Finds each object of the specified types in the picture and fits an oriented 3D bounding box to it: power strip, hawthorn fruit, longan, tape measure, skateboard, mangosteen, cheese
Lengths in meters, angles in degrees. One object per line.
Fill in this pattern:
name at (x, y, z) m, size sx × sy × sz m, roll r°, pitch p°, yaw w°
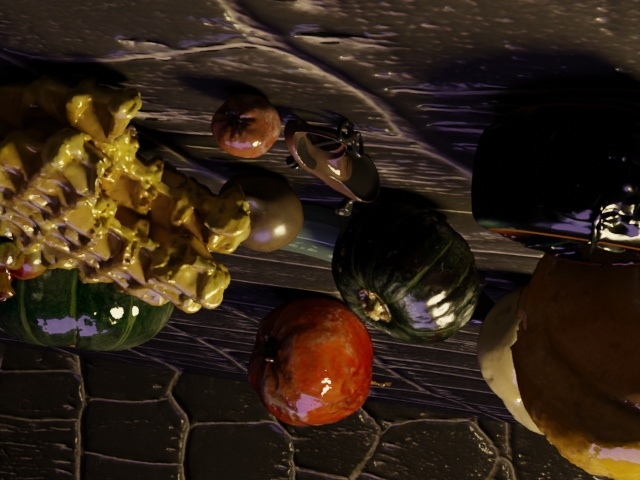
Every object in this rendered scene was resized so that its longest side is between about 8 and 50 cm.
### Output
power strip at (0.000, 0.000, 1.608) m, size 0.253 × 0.054 × 0.167 m, roll 14°, pitch 167°, yaw -9°
hawthorn fruit at (-0.066, -0.110, 1.203) m, size 0.067 × 0.067 × 0.103 m, roll 5°, pitch 167°, yaw 25°
longan at (-0.074, -0.036, 1.443) m, size 0.113 × 0.092 × 0.113 m, roll 28°, pitch 169°, yaw 6°
tape measure at (0.242, -0.045, 1.064) m, size 0.202 × 0.135 × 0.223 m, roll 10°, pitch 175°, yaw -35°
skateboard at (0.019, -0.085, 1.252) m, size 0.080 × 0.067 × 0.151 m, roll -9°, pitch 154°, yaw 31°
mangosteen at (-0.449, -0.011, 1.619) m, size 0.200 × 0.200 × 0.200 m, roll 11°, pitch 166°, yaw 3°
cheese at (0.337, 0.168, 1.703) m, size 0.235 × 0.218 × 0.117 m, roll -6°, pitch 178°, yaw -24°
hawthorn fruit at (0.012, 0.226, 2.132) m, size 0.272 × 0.242 × 0.242 m, roll 20°, pitch 164°, yaw -32°

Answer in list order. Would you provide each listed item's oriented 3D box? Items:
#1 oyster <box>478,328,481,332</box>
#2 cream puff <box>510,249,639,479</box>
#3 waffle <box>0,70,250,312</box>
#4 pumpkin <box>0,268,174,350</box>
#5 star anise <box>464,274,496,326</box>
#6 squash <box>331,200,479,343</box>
oyster at (0.398, 0.178, 1.949) m, size 0.223 × 0.083 × 0.214 m, roll 13°, pitch 171°, yaw -31°
cream puff at (0.362, 0.114, 1.188) m, size 0.327 × 0.343 × 0.231 m, roll 22°, pitch 154°, yaw 35°
waffle at (-0.238, -0.051, 1.317) m, size 0.261 × 0.151 × 0.324 m, roll 2°, pitch 148°, yaw 37°
pumpkin at (-0.367, 0.060, 1.823) m, size 0.300 × 0.207 × 0.300 m, roll 2°, pitch -179°, yaw 0°
star anise at (0.159, 0.090, 1.768) m, size 0.231 × 0.089 × 0.209 m, roll 6°, pitch 163°, yaw -32°
squash at (0.104, 0.040, 1.453) m, size 0.193 × 0.156 × 0.193 m, roll 17°, pitch 128°, yaw 23°
